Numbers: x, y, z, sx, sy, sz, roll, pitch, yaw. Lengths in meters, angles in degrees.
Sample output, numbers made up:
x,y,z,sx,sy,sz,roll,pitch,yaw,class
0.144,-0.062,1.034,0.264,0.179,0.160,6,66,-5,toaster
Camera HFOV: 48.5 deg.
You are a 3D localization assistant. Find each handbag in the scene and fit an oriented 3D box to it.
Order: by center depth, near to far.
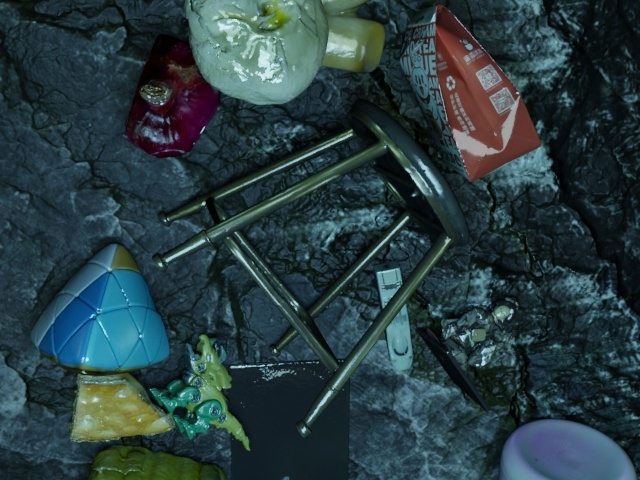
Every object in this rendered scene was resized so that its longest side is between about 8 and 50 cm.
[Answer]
x,y,z,sx,sy,sz,roll,pitch,yaw,class
0.248,-0.270,1.231,0.151,0.171,0.298,-26,108,1,handbag

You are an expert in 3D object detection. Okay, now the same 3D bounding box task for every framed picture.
x,y,z,sx,sy,sz,roll,pitch,yaw,class
-0.061,0.397,1.445,0.244,0.013,0.324,-1,105,-7,framed picture

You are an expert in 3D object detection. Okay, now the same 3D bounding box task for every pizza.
x,y,z,sx,sy,sz,roll,pitch,yaw,class
-0.374,0.304,1.351,0.204,0.081,0.188,3,127,-14,pizza

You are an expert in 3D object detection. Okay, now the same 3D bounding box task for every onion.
x,y,z,sx,sy,sz,roll,pitch,yaw,class
-0.240,-0.228,1.148,0.139,0.218,0.195,28,89,-12,onion

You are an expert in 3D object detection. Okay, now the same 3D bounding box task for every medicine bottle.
x,y,z,sx,sy,sz,roll,pitch,yaw,class
0.481,0.558,1.433,0.256,0.256,0.325,-2,112,-7,medicine bottle

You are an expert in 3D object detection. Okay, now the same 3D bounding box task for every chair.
x,y,z,sx,sy,sz,roll,pitch,yaw,class
0.000,0.000,1.180,0.410,0.364,0.362,-38,106,-1,chair

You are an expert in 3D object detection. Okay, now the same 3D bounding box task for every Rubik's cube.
x,y,z,sx,sy,sz,roll,pitch,yaw,class
-0.355,0.130,1.274,0.254,0.254,0.255,-2,105,-7,Rubik's cube

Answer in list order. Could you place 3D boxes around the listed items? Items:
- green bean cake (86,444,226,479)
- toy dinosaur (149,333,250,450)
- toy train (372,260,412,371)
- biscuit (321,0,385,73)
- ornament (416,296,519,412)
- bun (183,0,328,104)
x,y,z,sx,sy,sz,roll,pitch,yaw,class
-0.339,0.576,1.358,0.284,0.202,0.310,12,102,-8,green bean cake
-0.217,0.317,1.356,0.153,0.094,0.259,-30,107,-25,toy dinosaur
0.148,0.159,1.390,0.052,0.051,0.234,-11,106,-1,toy train
-0.017,-0.423,1.211,0.290,0.062,0.237,10,104,-9,biscuit
0.320,0.186,1.383,0.196,0.153,0.166,-39,107,-6,ornament
-0.095,-0.336,1.103,0.239,0.141,0.239,2,83,-17,bun
